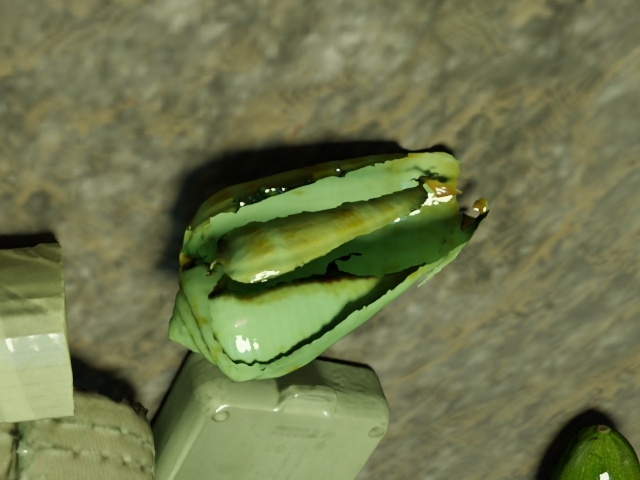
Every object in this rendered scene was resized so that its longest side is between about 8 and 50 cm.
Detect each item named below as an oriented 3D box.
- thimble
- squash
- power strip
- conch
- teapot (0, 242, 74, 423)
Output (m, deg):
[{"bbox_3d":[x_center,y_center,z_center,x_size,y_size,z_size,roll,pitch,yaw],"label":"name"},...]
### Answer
[{"bbox_3d":[-0.139,0.132,0.698,0.102,0.090,0.115,-12,157,15],"label":"thimble"},{"bbox_3d":[0.179,0.214,0.890,0.069,0.069,0.258,-14,134,-2],"label":"squash"},{"bbox_3d":[-0.060,0.165,0.794,0.118,0.046,0.270,10,128,-26],"label":"power strip"},{"bbox_3d":[0.000,0.000,0.644,0.170,0.079,0.105,-28,141,-10],"label":"conch"},{"bbox_3d":[-0.217,0.040,0.615,0.200,0.077,0.107,-6,130,-10],"label":"teapot"}]
